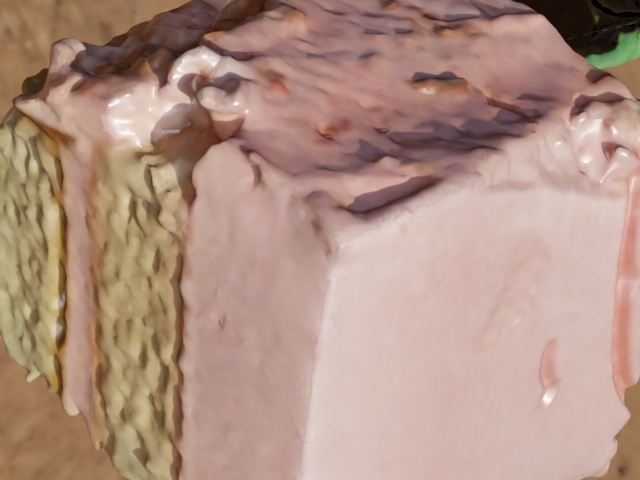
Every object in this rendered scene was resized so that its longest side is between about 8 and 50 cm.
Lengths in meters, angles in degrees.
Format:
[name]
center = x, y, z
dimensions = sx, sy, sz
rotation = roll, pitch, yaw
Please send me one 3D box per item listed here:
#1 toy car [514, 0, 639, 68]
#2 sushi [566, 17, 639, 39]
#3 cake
[toy car]
center = 0.185, -0.315, 1.401
dimensions = 0.176, 0.213, 0.359
rotation = -23, 106, -39
[sushi]
center = 0.304, -0.135, 1.012
dimensions = 0.264, 0.290, 0.050
rotation = -162, -125, -82
[cake]
center = 0.000, 0.000, 1.086
dimensions = 0.307, 0.314, 0.293
rotation = 39, -45, 38
